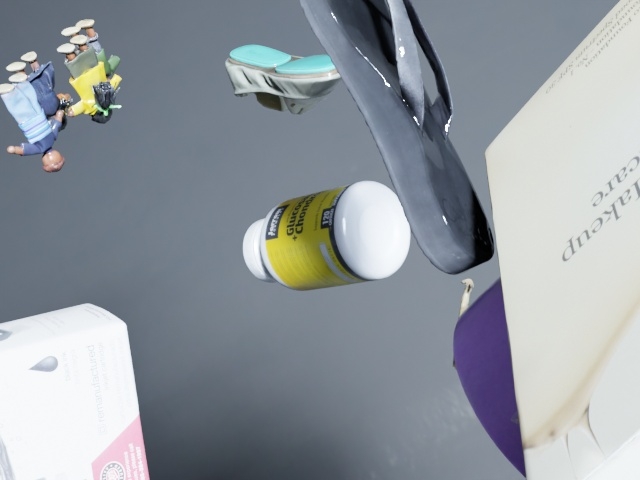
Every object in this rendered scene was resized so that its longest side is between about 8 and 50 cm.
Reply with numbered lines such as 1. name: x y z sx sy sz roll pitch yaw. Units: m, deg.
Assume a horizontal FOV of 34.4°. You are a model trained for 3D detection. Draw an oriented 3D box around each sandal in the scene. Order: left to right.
1. sandal: 0.059 -0.103 0.680 0.054 0.254 0.097 -29 -8 28

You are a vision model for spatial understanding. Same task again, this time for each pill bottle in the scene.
1. pill bottle: 0.000 0.000 1.112 0.184 0.103 0.103 -12 31 48

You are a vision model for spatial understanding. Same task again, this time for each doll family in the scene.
1. doll family: -0.284 -0.157 1.151 0.076 0.111 0.193 21 49 41

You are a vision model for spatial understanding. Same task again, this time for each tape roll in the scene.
1. tape roll: 0.187 0.091 0.695 0.080 0.189 0.189 -50 13 33

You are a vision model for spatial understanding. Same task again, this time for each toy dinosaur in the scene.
1. toy dinosaur: 0.190 0.095 1.302 0.053 0.092 0.183 22 29 11

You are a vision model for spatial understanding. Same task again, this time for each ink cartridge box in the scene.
1. ink cartridge box: -0.253 0.151 0.792 0.218 0.158 0.092 -13 13 -29

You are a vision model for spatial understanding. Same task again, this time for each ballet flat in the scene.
1. ballet flat: -0.032 -0.173 1.140 0.072 0.068 0.213 -25 26 -27

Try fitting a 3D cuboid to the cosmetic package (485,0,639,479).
1. cosmetic package: 0.180 0.005 0.516 0.160 0.113 0.309 -50 17 29
